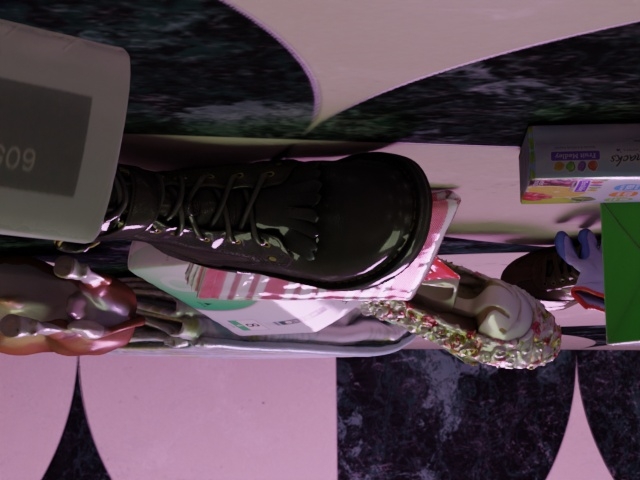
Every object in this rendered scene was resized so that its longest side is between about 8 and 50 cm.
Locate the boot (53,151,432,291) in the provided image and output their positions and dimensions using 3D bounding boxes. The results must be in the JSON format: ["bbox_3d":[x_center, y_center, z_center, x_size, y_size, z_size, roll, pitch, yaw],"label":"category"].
[{"bbox_3d":[-0.088,-0.018,0.985,0.263,0.091,0.229,-5,172,41],"label":"boot"}]

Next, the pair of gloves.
[{"bbox_3d":[0.293,0.046,1.330,0.198,0.023,0.159,21,-155,2],"label":"pair of gloves"}]

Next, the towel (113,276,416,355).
[{"bbox_3d":[-0.116,0.094,1.847,0.320,0.090,0.374,-4,172,45],"label":"towel"}]

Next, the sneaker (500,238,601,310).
[{"bbox_3d":[0.255,0.020,1.460,0.188,0.066,0.071,-8,152,20],"label":"sneaker"}]

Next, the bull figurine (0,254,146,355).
[{"bbox_3d":[-0.332,0.063,1.522,0.310,0.101,0.188,-1,170,8],"label":"bull figurine"}]

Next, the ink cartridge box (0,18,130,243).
[{"bbox_3d":[-0.316,-0.084,0.643,0.385,0.091,0.308,15,-174,43],"label":"ink cartridge box"}]

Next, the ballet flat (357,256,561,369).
[{"bbox_3d":[0.124,0.057,1.424,0.241,0.091,0.077,18,152,-13],"label":"ballet flat"}]

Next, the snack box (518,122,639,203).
[{"bbox_3d":[0.199,-0.048,0.978,0.141,0.037,0.100,-1,173,3],"label":"snack box"}]

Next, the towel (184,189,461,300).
[{"bbox_3d":[0.000,0.000,1.211,0.197,0.029,0.144,1,148,-15],"label":"towel"}]

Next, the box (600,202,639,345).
[{"bbox_3d":[0.378,0.016,1.138,0.231,0.127,0.262,3,171,-27],"label":"box"}]

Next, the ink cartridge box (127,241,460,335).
[{"bbox_3d":[-0.021,0.027,1.315,0.225,0.056,0.181,-3,157,31],"label":"ink cartridge box"}]
